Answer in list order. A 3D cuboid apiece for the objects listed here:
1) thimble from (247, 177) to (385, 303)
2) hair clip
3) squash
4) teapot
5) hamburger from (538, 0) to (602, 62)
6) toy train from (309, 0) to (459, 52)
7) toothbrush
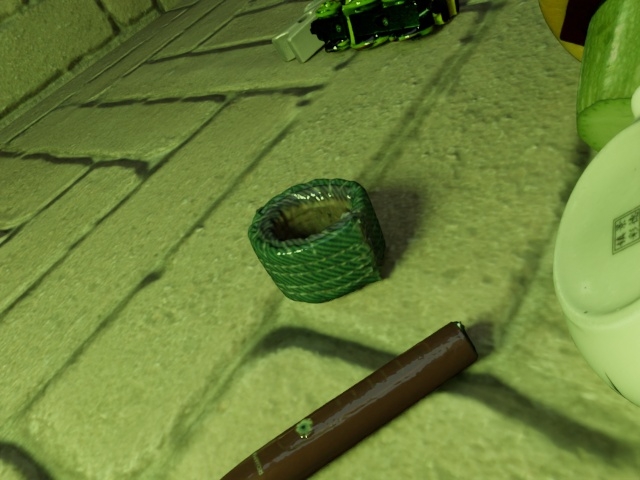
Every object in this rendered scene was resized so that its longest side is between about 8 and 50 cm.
[{"bbox_3d":[-0.002,-0.001,0.543,0.135,0.090,0.118,-12,40,20],"label":"thimble"},{"bbox_3d":[0.038,-0.521,1.133,0.331,0.085,0.101,-48,38,-14],"label":"hair clip"},{"bbox_3d":[0.316,-0.143,0.462,0.170,0.170,0.123,18,76,44],"label":"squash"},{"bbox_3d":[0.251,-0.010,0.310,0.165,0.208,0.300,22,69,12],"label":"teapot"},{"bbox_3d":[0.362,-0.282,0.477,0.300,0.300,0.176,22,76,46],"label":"hamburger"},{"bbox_3d":[0.115,-0.443,0.983,0.296,0.100,0.160,13,46,42],"label":"toy train"},{"bbox_3d":[-0.031,0.176,0.400,0.364,0.041,0.041,-32,37,-5],"label":"toothbrush"}]
